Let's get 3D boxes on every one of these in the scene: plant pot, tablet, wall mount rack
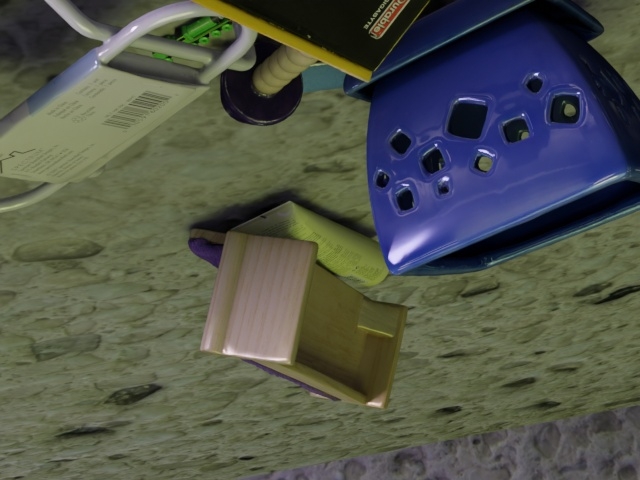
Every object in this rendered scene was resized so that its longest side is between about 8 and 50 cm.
[{"bbox_3d":[0.169,-0.104,1.117,0.236,0.212,0.236,-24,168,25],"label":"plant pot"},{"bbox_3d":[-0.009,-0.158,1.190,0.083,0.006,0.054,-8,158,-12],"label":"tablet"},{"bbox_3d":[-0.229,-0.146,0.939,0.350,0.130,0.304,-29,157,34],"label":"wall mount rack"}]

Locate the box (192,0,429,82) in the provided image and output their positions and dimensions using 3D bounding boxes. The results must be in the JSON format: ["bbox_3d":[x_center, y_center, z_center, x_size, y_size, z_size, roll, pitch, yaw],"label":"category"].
[{"bbox_3d":[0.029,-0.259,0.628,0.257,0.079,0.322,17,118,-49],"label":"box"}]

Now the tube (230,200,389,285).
[{"bbox_3d":[0.000,0.000,1.531,0.240,0.062,0.070,22,99,-49],"label":"tube"}]

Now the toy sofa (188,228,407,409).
[{"bbox_3d":[-0.034,0.106,1.554,0.177,0.150,0.362,7,167,24],"label":"toy sofa"}]

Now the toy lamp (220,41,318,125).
[{"bbox_3d":[-0.029,-0.150,1.030,0.080,0.080,0.275,-6,174,-18],"label":"toy lamp"}]

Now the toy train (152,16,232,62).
[{"bbox_3d":[-0.112,-0.178,1.065,0.083,0.017,0.024,-25,146,26],"label":"toy train"}]
